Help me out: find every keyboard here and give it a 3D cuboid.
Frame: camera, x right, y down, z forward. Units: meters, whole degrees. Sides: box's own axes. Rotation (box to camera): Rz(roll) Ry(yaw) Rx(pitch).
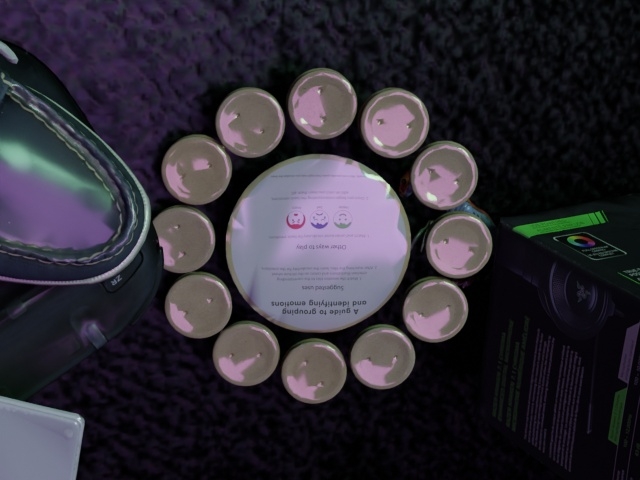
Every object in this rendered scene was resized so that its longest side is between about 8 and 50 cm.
[{"bbox_3d":[-0.170,0.182,0.593,0.072,0.014,0.256,11,118,-7],"label":"keyboard"}]

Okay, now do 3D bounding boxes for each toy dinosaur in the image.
[{"bbox_3d":[0.079,-0.013,0.689,0.090,0.047,0.082,-37,113,-47],"label":"toy dinosaur"}]

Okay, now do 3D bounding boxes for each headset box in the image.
[{"bbox_3d":[0.258,0.069,0.644,0.246,0.283,0.131,-10,115,-29],"label":"headset box"}]

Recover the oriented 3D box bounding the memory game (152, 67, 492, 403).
[{"bbox_3d":[0.000,0.000,0.630,0.186,0.012,0.186,-1,105,-4],"label":"memory game"}]

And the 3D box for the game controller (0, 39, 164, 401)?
[{"bbox_3d":[-0.234,0.044,0.553,0.319,0.067,0.166,-35,102,-11],"label":"game controller"}]

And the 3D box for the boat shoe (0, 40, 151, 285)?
[{"bbox_3d":[-0.184,-0.060,0.484,0.254,0.079,0.095,34,76,-10],"label":"boat shoe"}]
